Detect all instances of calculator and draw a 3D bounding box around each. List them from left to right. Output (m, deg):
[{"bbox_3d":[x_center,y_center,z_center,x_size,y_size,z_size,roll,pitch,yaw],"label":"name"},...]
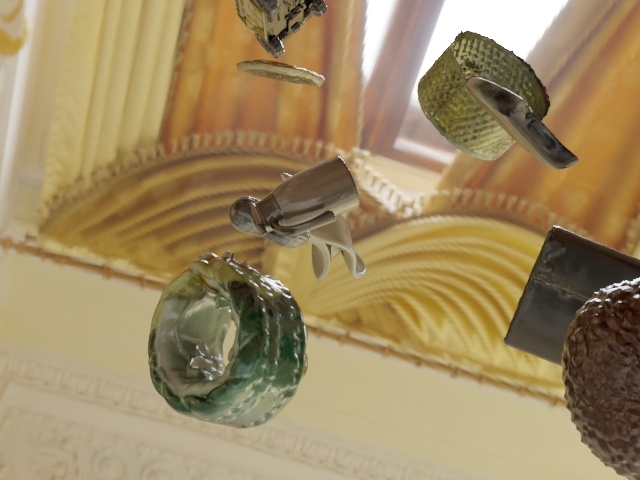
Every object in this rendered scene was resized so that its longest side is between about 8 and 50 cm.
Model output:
[{"bbox_3d":[0.309,-0.189,1.672,0.177,0.040,0.268,44,-172,-16],"label":"calculator"}]

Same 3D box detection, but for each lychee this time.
[{"bbox_3d":[0.419,0.168,1.283,0.261,0.260,0.260,14,-150,-8],"label":"lychee"}]

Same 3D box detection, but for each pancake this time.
[{"bbox_3d":[-0.069,-0.277,1.742,0.152,0.025,0.151,12,-175,-1],"label":"pancake"}]

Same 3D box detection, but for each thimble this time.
[{"bbox_3d":[-0.155,0.167,1.780,0.167,0.254,0.288,22,-125,-48],"label":"thimble"},{"bbox_3d":[0.361,-0.321,2.362,0.271,0.150,0.270,22,-136,-23],"label":"thimble"}]

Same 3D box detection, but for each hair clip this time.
[{"bbox_3d":[0.016,-0.010,2.248,0.113,0.282,0.172,-18,-133,2],"label":"hair clip"}]

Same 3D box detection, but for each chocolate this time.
[{"bbox_3d":[-0.096,-0.034,2.025,0.167,0.072,0.072,22,-152,-14],"label":"chocolate"}]

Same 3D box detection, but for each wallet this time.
[{"bbox_3d":[0.537,0.151,1.788,0.406,0.228,0.062,22,-162,5],"label":"wallet"}]

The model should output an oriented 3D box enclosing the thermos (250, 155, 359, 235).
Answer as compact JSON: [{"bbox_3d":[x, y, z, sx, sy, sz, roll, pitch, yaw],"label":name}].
[{"bbox_3d":[-0.030,-0.065,1.927,0.193,0.105,0.137,-23,-140,-12],"label":"thermos"}]

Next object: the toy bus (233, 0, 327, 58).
[{"bbox_3d":[-0.082,-0.453,1.886,0.151,0.145,0.331,47,173,5],"label":"toy bus"}]
